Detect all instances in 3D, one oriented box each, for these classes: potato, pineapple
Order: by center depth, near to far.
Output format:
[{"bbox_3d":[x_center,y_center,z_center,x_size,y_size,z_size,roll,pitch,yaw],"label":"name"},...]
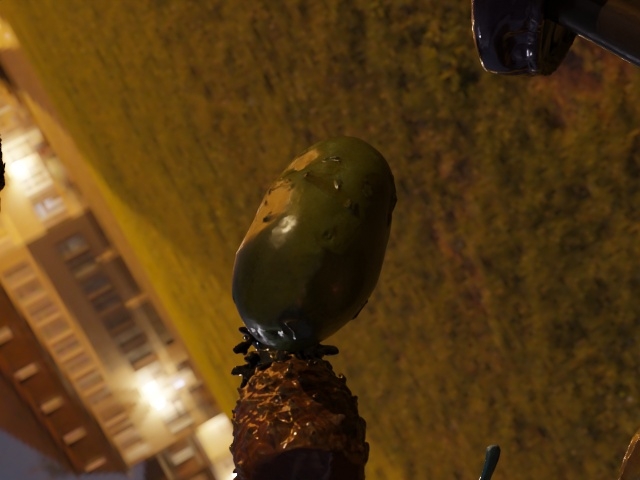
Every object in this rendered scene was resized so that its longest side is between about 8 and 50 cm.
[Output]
[{"bbox_3d":[0.000,0.000,1.383,0.148,0.253,0.186,28,153,-6],"label":"potato"},{"bbox_3d":[-0.031,0.176,1.498,0.279,0.157,0.158,-100,-11,-53],"label":"pineapple"}]

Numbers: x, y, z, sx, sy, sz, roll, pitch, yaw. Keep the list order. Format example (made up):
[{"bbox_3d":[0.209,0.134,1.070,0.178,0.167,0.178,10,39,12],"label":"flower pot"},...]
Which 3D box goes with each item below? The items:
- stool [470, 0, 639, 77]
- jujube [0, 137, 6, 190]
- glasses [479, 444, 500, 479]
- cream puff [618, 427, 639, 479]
[{"bbox_3d":[0.237,-0.246,1.036,0.178,0.272,0.272,17,155,18],"label":"stool"},{"bbox_3d":[-0.356,-0.048,1.303,0.104,0.166,0.104,24,-159,-9],"label":"jujube"},{"bbox_3d":[0.208,0.286,1.101,0.189,0.088,0.221,12,105,55],"label":"glasses"},{"bbox_3d":[0.473,0.315,1.445,0.323,0.270,0.274,55,-159,-12],"label":"cream puff"}]
